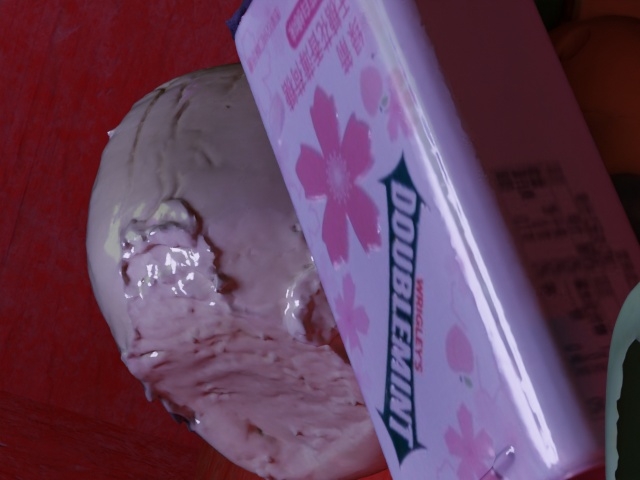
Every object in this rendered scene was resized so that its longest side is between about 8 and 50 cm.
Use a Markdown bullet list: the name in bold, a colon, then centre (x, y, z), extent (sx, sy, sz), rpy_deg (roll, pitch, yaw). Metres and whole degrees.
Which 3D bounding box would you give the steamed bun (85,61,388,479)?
- **steamed bun**: centre (0.000, 0.000, 1.486), extent (0.233, 0.334, 0.312), rpy_deg (-24, 45, 31)

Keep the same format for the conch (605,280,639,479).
- **conch**: centre (0.158, 0.117, 0.641), extent (0.137, 0.143, 0.250), rpy_deg (5, -90, -54)

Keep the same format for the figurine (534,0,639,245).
- **figurine**: centre (0.142, -0.022, 1.171), extent (0.324, 0.124, 0.222), rpy_deg (128, 152, -70)

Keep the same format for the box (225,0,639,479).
- **box**: centre (0.069, -0.017, 1.030), extent (0.190, 0.112, 0.370), rpy_deg (-53, 50, 54)
